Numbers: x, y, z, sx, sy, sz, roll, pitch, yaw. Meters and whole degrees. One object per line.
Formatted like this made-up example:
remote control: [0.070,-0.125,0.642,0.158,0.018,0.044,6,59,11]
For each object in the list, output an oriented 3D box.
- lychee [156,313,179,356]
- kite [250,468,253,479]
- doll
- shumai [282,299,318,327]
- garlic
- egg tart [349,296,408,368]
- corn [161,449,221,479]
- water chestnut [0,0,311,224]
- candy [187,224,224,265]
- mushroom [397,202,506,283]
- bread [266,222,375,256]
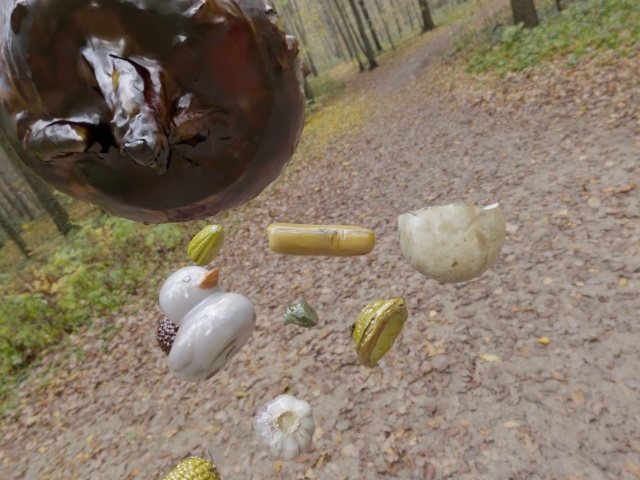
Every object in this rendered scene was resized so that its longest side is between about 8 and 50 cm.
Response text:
lychee: [-0.498,0.359,1.762,0.300,0.264,0.264,-50,11,22]
kite: [-0.200,0.678,1.324,0.044,0.002,0.078,119,160,-54]
doll: [-0.263,0.171,0.980,0.251,0.221,0.221,-61,7,23]
shumai: [-0.056,0.195,1.136,0.080,0.082,0.083,-38,-11,12]
garlic: [-0.141,0.749,1.791,0.245,0.253,0.245,6,51,-7]
egg tart: [0.196,0.310,1.606,0.123,0.294,0.294,31,52,27]
corn: [-0.300,0.518,0.831,0.106,0.106,0.305,-14,8,29]
water chestnut: [-0.157,-0.142,0.432,0.300,0.300,0.300,-22,20,9]
candy: [-0.365,0.005,1.483,0.106,0.094,0.199,-47,3,-39]
mushroom: [0.313,0.009,1.103,0.253,0.189,0.195,-2,-4,0]
bread: [0.000,0.000,1.281,0.305,0.091,0.142,2,2,-9]
